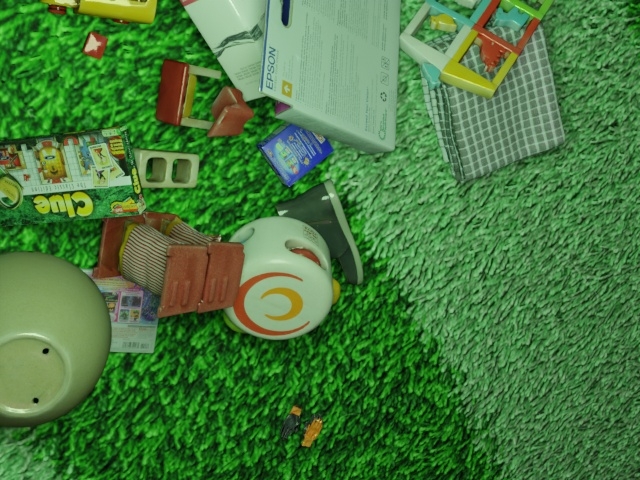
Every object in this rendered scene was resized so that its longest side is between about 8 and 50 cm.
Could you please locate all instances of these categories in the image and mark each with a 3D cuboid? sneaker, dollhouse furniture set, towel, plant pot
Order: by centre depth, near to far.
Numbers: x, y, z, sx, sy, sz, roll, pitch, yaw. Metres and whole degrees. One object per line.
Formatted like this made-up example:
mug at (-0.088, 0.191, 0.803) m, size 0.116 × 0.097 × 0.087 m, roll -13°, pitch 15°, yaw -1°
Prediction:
plant pot at (-0.462, 0.177, 1.377) m, size 0.284 × 0.191 × 0.284 m, roll -5°, pitch 105°, yaw -17°
dollhouse furniture set at (-0.224, -0.090, 1.397) m, size 0.152 × 0.201 × 0.374 m, roll -2°, pitch 106°, yaw -46°
sneaker at (0.000, 0.000, 1.621) m, size 0.118 × 0.083 × 0.222 m, roll -20°, pitch 119°, yaw 2°
towel at (0.323, -0.266, 1.659) m, size 0.235 × 0.121 × 0.284 m, roll -25°, pitch 112°, yaw -15°

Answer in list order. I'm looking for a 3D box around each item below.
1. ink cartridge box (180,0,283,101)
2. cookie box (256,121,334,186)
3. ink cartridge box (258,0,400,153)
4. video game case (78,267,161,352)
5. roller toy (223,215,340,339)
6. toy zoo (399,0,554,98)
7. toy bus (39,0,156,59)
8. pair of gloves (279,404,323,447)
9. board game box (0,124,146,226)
ink cartridge box at (-0.109, -0.369, 1.415) m, size 0.237 × 0.100 × 0.172 m, roll 57°, pitch 46°, yaw -24°
cookie box at (-0.044, -0.164, 1.568) m, size 0.107 × 0.040 × 0.092 m, roll -39°, pitch 115°, yaw -10°
ink cartridge box at (0.007, -0.333, 1.413) m, size 0.330 × 0.071 × 0.324 m, roll 16°, pitch 74°, yaw -46°
video game case at (-0.355, 0.122, 1.518) m, size 0.157 × 0.019 × 0.143 m, roll 5°, pitch 101°, yaw -24°
roller toy at (-0.073, 0.061, 1.532) m, size 0.209 × 0.146 × 0.191 m, roll -6°, pitch 128°, yaw 1°
toy zoo at (0.268, -0.373, 1.558) m, size 0.192 × 0.030 × 0.293 m, roll 31°, pitch 70°, yaw 7°
toy bus at (-0.344, -0.388, 1.342) m, size 0.202 × 0.104 × 0.191 m, roll -42°, pitch 115°, yaw -9°
pair of gloves at (-0.036, 0.364, 1.725) m, size 0.083 × 0.010 × 0.074 m, roll 24°, pitch 93°, yaw -26°
board game box at (-0.400, -0.096, 1.351) m, size 0.259 × 0.030 × 0.136 m, roll -5°, pitch 111°, yaw 18°
